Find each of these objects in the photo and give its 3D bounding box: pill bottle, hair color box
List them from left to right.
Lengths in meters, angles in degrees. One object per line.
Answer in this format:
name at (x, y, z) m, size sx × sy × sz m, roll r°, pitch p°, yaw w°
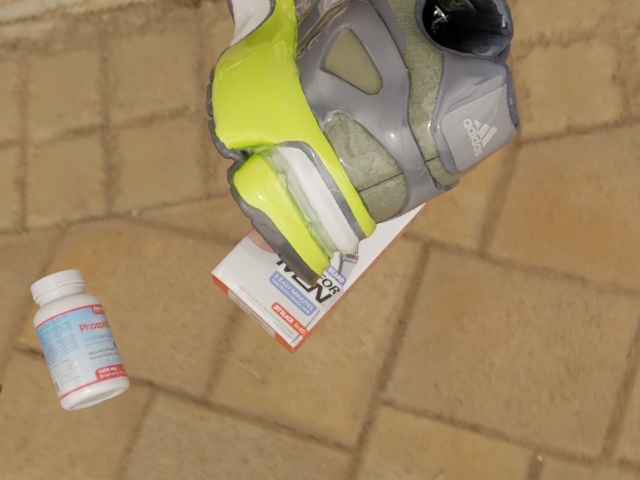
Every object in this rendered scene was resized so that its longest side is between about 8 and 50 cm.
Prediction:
pill bottle at (-0.300, 0.121, 1.568) m, size 0.087 × 0.087 × 0.160 m, roll -23°, pitch 79°, yaw 5°
hair color box at (0.000, 0.000, 1.046) m, size 0.093 × 0.053 × 0.167 m, roll 41°, pitch 79°, yaw 6°

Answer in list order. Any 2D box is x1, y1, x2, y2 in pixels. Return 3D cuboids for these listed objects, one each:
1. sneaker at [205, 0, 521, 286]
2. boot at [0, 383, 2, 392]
sneaker at (0.025, -0.103, 0.592) m, size 0.121 × 0.111 × 0.300 m, roll -20°, pitch 39°, yaw 13°
boot at (-0.463, 0.091, 1.358) m, size 0.280 × 0.264 × 0.096 m, roll 25°, pitch 118°, yaw 9°
